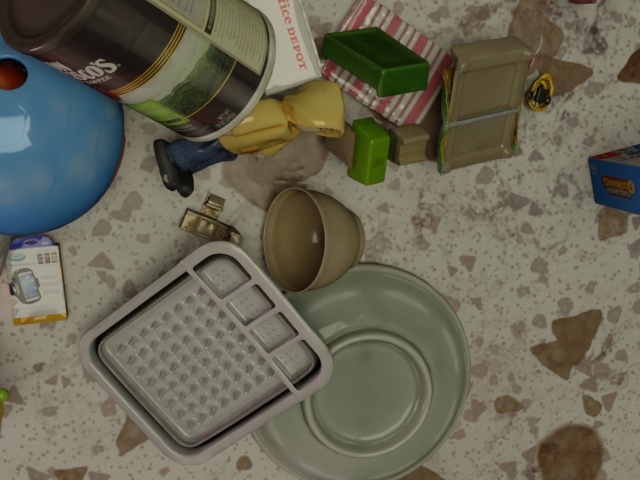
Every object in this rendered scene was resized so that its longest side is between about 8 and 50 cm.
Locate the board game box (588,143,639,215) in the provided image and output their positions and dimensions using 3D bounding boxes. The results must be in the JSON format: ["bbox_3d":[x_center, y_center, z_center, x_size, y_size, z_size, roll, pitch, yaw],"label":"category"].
[{"bbox_3d":[0.632,-0.115,1.396,0.302,0.308,0.086,-15,102,-8],"label":"board game box"}]

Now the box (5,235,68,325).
[{"bbox_3d":[-0.437,0.059,1.373,0.081,0.028,0.136,-5,100,-10],"label":"box"}]

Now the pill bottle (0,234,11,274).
[{"bbox_3d":[-0.617,0.005,1.244,0.319,0.176,0.176,22,96,-9],"label":"pill bottle"}]

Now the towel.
[{"bbox_3d":[0.105,-0.276,1.410,0.197,0.029,0.144,31,94,-18],"label":"towel"}]

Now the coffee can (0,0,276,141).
[{"bbox_3d":[-0.216,-0.264,1.095,0.275,0.201,0.201,25,97,-48],"label":"coffee can"}]

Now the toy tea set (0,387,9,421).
[{"bbox_3d":[-0.587,0.270,1.346,0.336,0.124,0.200,-39,71,17],"label":"toy tea set"}]

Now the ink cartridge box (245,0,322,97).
[{"bbox_3d":[-0.137,-0.288,1.321,0.237,0.100,0.172,-20,104,-5],"label":"ink cartridge box"}]

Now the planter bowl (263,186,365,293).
[{"bbox_3d":[0.000,0.000,1.389,0.109,0.162,0.162,0,102,-38],"label":"planter bowl"}]

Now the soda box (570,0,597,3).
[{"bbox_3d":[0.346,-0.483,1.383,0.263,0.083,0.092,36,94,-16],"label":"soda box"}]

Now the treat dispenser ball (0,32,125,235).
[{"bbox_3d":[-0.408,-0.150,1.200,0.288,0.288,0.288,-2,102,-10],"label":"treat dispenser ball"}]

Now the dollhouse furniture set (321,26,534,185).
[{"bbox_3d":[0.162,-0.220,1.388,0.302,0.151,0.197,-14,127,-28],"label":"dollhouse furniture set"}]

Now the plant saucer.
[{"bbox_3d":[0.070,0.240,1.468,0.401,0.100,0.400,-2,101,-11],"label":"plant saucer"}]

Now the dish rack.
[{"bbox_3d":[-0.174,0.169,1.380,0.333,0.072,0.285,-35,104,17],"label":"dish rack"}]

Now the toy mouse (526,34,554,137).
[{"bbox_3d":[0.308,-0.259,1.448,0.143,0.031,0.161,8,99,-13],"label":"toy mouse"}]

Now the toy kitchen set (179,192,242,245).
[{"bbox_3d":[-0.164,-0.030,1.380,0.083,0.075,0.068,22,95,-18],"label":"toy kitchen set"}]

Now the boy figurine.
[{"bbox_3d":[-0.095,-0.153,1.320,0.285,0.177,0.092,-18,76,9],"label":"boy figurine"}]
